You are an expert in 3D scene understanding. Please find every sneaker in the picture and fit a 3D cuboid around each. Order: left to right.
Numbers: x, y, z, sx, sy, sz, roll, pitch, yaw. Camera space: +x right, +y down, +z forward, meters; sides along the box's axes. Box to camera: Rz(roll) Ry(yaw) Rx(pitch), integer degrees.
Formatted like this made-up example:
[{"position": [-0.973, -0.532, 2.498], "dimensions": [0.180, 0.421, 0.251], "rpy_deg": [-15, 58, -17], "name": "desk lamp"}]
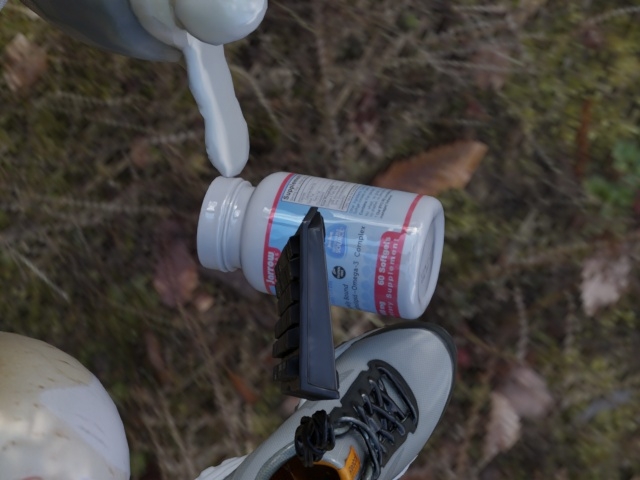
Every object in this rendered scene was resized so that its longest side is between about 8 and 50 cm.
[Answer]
[{"position": [0.017, 0.143, 1.299], "dimensions": [0.271, 0.108, 0.100], "rpy_deg": [-40, 98, -39], "name": "sneaker"}]

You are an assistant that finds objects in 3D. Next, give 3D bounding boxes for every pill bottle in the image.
[{"position": [0.000, 0.000, 1.324], "dimensions": [0.160, 0.087, 0.087], "rpy_deg": [9, 106, 14], "name": "pill bottle"}]

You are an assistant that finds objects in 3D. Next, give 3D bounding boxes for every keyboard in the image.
[{"position": [-0.009, 0.048, 0.850], "dimensions": [0.023, 0.180, 0.108], "rpy_deg": [-5, 85, -3], "name": "keyboard"}]

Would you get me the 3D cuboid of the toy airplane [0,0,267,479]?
[{"position": [-0.182, 0.017, 0.586], "dimensions": [0.272, 0.384, 0.386], "rpy_deg": [38, 127, -17], "name": "toy airplane"}]
